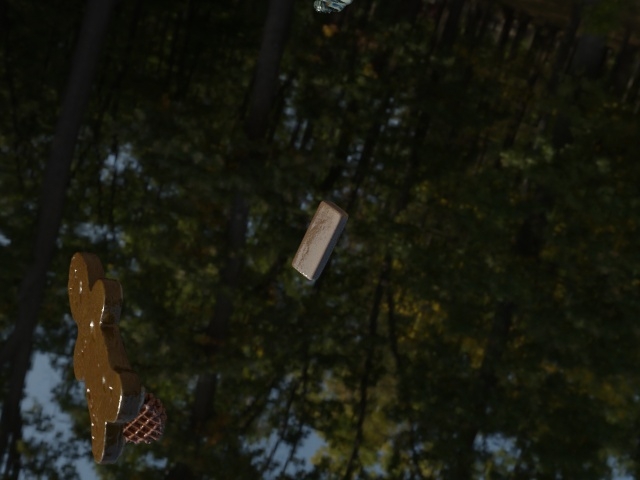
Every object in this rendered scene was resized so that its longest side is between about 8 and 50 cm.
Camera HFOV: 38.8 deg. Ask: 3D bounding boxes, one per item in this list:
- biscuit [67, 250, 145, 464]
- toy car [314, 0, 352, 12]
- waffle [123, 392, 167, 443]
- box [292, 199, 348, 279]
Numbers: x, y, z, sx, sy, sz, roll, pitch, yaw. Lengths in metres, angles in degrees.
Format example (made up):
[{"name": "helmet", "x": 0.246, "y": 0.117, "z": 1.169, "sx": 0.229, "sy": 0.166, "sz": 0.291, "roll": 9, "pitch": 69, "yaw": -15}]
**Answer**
[{"name": "biscuit", "x": -0.201, "y": 0.093, "z": 0.840, "sx": 0.031, "sy": 0.138, "sz": 0.205, "roll": -1, "pitch": -134, "yaw": -30}, {"name": "toy car", "x": 0.026, "y": -0.344, "z": 1.160, "sx": 0.056, "sy": 0.095, "sz": 0.205, "roll": 7, "pitch": -172, "yaw": -4}, {"name": "waffle", "x": -0.216, "y": 0.204, "z": 1.049, "sx": 0.075, "sy": 0.083, "sz": 0.029, "roll": 4, "pitch": -146, "yaw": 3}, {"name": "box", "x": 0.000, "y": 0.000, "z": 1.328, "sx": 0.048, "sy": 0.115, "sz": 0.025, "roll": 35, "pitch": -159, "yaw": 29}]
